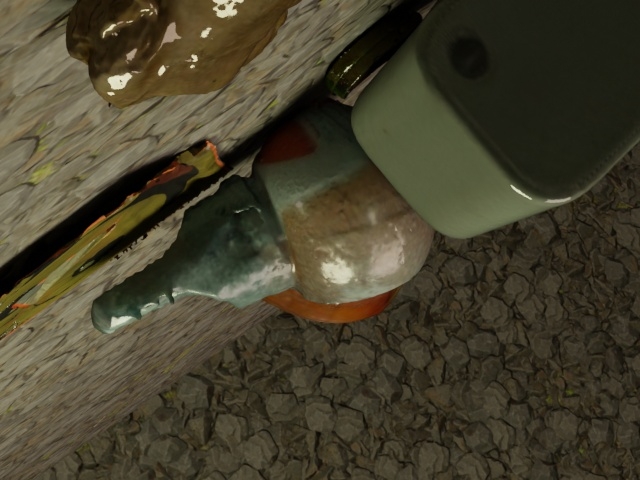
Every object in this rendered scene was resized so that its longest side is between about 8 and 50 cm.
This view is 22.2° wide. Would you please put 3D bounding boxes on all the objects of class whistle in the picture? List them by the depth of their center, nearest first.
[{"bbox_3d":[-0.044,-0.016,1.419,0.348,0.189,0.189,-21,172,-9],"label":"whistle"}]

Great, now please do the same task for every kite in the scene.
[{"bbox_3d":[-0.200,0.021,1.334,0.327,0.013,0.377,-40,177,40],"label":"kite"}]

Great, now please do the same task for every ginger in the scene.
[{"bbox_3d":[-0.038,-0.133,0.733,0.137,0.074,0.213,-34,168,-32],"label":"ginger"}]

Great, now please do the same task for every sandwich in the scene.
[{"bbox_3d":[0.044,-0.154,1.347,0.101,0.026,0.069,-39,173,10],"label":"sandwich"}]

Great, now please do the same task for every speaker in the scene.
[{"bbox_3d":[0.216,-0.179,1.345,0.406,0.183,0.184,-42,-178,-25],"label":"speaker"}]

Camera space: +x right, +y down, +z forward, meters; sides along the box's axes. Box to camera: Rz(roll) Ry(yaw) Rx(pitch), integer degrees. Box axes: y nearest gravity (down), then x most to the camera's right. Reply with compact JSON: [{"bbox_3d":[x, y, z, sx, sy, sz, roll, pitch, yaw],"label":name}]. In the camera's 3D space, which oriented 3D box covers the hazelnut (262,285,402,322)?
[{"bbox_3d":[0.000,0.000,1.662,0.214,0.176,0.214,-11,158,-5],"label":"hazelnut"}]
